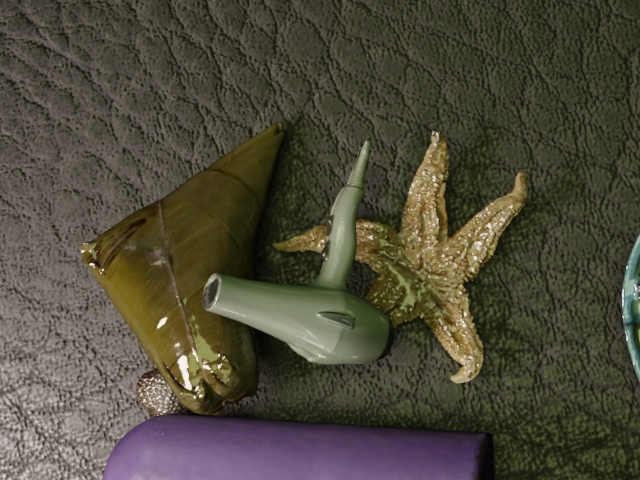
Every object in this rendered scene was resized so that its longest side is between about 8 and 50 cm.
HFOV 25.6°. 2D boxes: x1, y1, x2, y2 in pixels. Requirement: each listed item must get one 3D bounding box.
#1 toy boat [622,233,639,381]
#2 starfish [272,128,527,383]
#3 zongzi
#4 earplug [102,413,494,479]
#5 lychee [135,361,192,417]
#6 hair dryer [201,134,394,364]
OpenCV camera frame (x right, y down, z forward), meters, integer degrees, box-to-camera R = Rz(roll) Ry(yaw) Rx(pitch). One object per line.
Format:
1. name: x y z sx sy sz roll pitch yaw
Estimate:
1. toy boat: 0.433 0.141 1.597 0.145 0.133 0.332 -22 80 7
2. starfish: 0.115 0.013 1.698 0.299 0.060 0.302 37 97 15
3. zongzi: -0.097 0.029 1.674 0.300 0.145 0.274 -37 62 -3
4. earplug: -0.032 0.301 1.621 0.455 0.215 0.215 6 85 13
5. lychee: -0.189 0.186 1.727 0.083 0.068 0.067 57 135 8
6. hair dryer: -0.030 0.014 1.616 0.229 0.092 0.267 -2 82 -29
